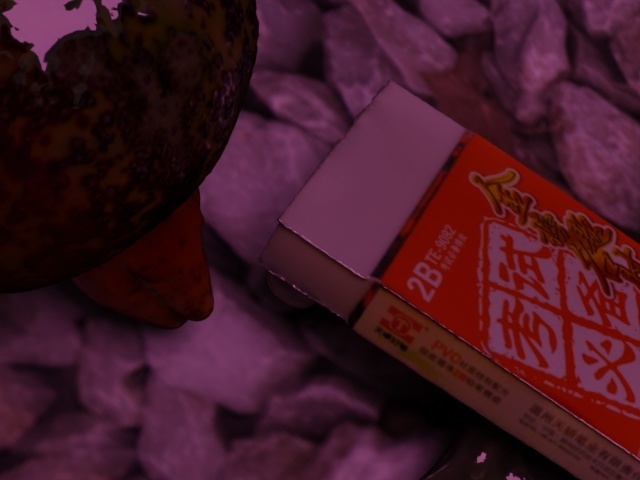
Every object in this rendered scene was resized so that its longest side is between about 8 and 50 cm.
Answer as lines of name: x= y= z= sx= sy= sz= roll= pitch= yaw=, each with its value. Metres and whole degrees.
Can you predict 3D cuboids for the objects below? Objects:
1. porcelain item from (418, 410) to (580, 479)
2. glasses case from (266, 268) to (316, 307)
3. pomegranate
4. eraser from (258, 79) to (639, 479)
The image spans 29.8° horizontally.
porcelain item: x=0.092 y=0.122 z=0.600 sx=0.081 sy=0.069 sz=0.216 roll=43 pitch=56 yaw=18
glasses case: x=0.000 y=0.000 z=0.635 sx=0.032 sy=0.021 sz=0.083 roll=35 pitch=56 yaw=-6
pomegranate: x=-0.115 y=-0.050 z=0.516 sx=0.214 sy=0.214 sz=0.247 roll=-50 pitch=128 yaw=-33
eraser: x=0.098 y=0.023 z=0.618 sx=0.230 sy=0.038 sz=0.157 roll=33 pitch=41 yaw=2
